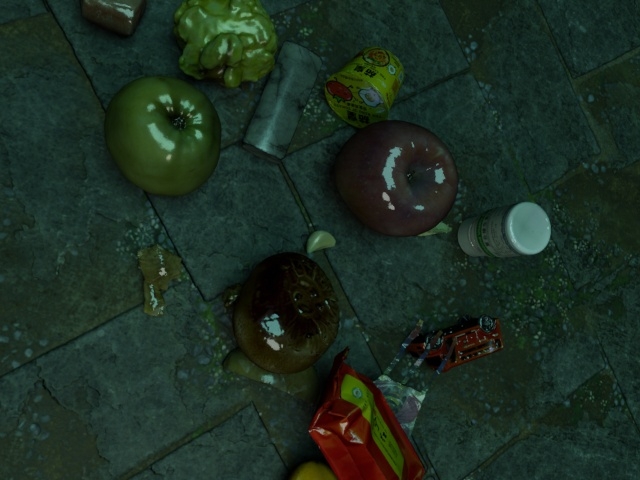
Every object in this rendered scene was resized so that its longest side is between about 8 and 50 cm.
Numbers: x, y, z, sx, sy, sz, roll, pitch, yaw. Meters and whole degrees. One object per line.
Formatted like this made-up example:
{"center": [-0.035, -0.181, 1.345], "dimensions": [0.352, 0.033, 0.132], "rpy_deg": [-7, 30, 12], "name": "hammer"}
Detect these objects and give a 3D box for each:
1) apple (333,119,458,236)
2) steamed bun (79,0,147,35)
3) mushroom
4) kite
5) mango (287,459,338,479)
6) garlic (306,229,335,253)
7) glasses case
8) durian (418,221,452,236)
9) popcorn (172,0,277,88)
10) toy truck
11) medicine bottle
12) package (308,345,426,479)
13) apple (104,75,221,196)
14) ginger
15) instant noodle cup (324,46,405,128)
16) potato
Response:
{"center": [0.184, -0.151, 1.456], "dimensions": [0.306, 0.235, 0.305], "rpy_deg": [0, 90, -22], "name": "apple"}
{"center": [-0.466, -0.550, 1.323], "dimensions": [0.145, 0.106, 0.175], "rpy_deg": [16, 66, -13], "name": "steamed bun"}
{"center": [-0.082, 0.157, 1.342], "dimensions": [0.278, 0.163, 0.297], "rpy_deg": [26, 48, -10], "name": "mushroom"}
{"center": [0.195, 0.370, 1.460], "dimensions": [0.204, 0.022, 0.360], "rpy_deg": [29, 97, -11], "name": "kite"}
{"center": [-0.002, 0.649, 1.350], "dimensions": [0.191, 0.160, 0.290], "rpy_deg": [-19, 92, -4], "name": "mango"}
{"center": [0.000, 0.001, 1.477], "dimensions": [0.083, 0.041, 0.053], "rpy_deg": [-10, 93, -29], "name": "garlic"}
{"center": [-0.095, -0.346, 1.462], "dimensions": [0.114, 0.060, 0.299], "rpy_deg": [24, 77, -17], "name": "glasses case"}
{"center": [0.296, -0.039, 1.580], "dimensions": [0.131, 0.066, 0.052], "rpy_deg": [-1, 86, -30], "name": "durian"}
{"center": [-0.215, -0.475, 1.368], "dimensions": [0.256, 0.195, 0.254], "rpy_deg": [30, 66, -16], "name": "popcorn"}
{"center": [0.352, 0.272, 1.547], "dimensions": [0.253, 0.107, 0.114], "rpy_deg": [-14, 89, -21], "name": "toy truck"}
{"center": [0.478, -0.022, 1.553], "dimensions": [0.139, 0.237, 0.138], "rpy_deg": [2, 86, -21], "name": "medicine bottle"}
{"center": [0.108, 0.472, 1.365], "dimensions": [0.423, 0.123, 0.196], "rpy_deg": [60, 25, -15], "name": "package"}
{"center": [-0.332, -0.228, 1.273], "dimensions": [0.263, 0.262, 0.262], "rpy_deg": [2, 84, -21], "name": "apple"}
{"center": [-0.358, 0.087, 1.321], "dimensions": [0.096, 0.067, 0.165], "rpy_deg": [-6, 100, -21], "name": "ginger"}
{"center": [0.123, -0.398, 1.497], "dimensions": [0.182, 0.182, 0.144], "rpy_deg": [40, 64, -13], "name": "instant noodle cup"}
{"center": [-0.086, 0.301, 1.382], "dimensions": [0.261, 0.100, 0.120], "rpy_deg": [26, 77, -17], "name": "potato"}
